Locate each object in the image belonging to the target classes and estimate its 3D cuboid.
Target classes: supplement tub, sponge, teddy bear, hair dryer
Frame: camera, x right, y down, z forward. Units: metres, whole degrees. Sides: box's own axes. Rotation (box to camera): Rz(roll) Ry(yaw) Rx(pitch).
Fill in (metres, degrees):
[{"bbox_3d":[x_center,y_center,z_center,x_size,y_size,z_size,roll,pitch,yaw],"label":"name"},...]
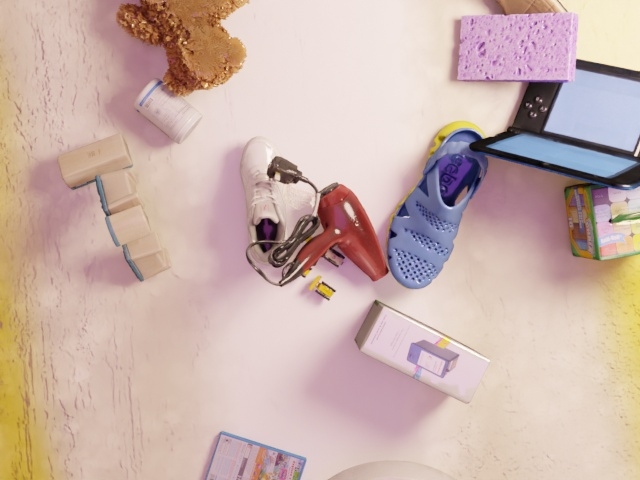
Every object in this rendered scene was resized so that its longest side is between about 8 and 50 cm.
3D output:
[{"bbox_3d":[-0.270,-0.229,1.850,0.107,0.071,0.071,40,91,-4],"label":"supplement tub"},{"bbox_3d":[0.342,-0.335,1.826,0.210,0.031,0.117,6,92,33],"label":"sponge"},{"bbox_3d":[-0.241,-0.418,1.835,0.245,0.113,0.338,-40,86,-6],"label":"teddy bear"},{"bbox_3d":[0.000,0.000,1.825,0.293,0.080,0.224,20,71,-29],"label":"hair dryer"}]

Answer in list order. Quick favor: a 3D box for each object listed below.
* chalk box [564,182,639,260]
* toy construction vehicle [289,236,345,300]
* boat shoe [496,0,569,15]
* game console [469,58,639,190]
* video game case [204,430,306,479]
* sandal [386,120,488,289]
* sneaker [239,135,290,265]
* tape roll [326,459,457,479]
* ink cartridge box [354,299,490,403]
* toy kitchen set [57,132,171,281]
[{"bbox_3d":[0.519,-0.039,1.812,0.132,0.213,0.132,-8,93,-1],"label":"chalk box"},{"bbox_3d":[-0.003,0.048,1.894,0.098,0.035,0.086,33,93,-11],"label":"toy construction vehicle"},{"bbox_3d":[0.350,-0.455,1.843,0.285,0.103,0.092,37,58,-11],"label":"boat shoe"},{"bbox_3d":[0.439,-0.205,1.748,0.293,0.173,0.250,19,83,31],"label":"game console"},{"bbox_3d":[-0.122,0.430,1.918,0.166,0.015,0.119,18,92,-2],"label":"video game case"},{"bbox_3d":[0.207,-0.063,1.842,0.126,0.138,0.318,20,94,-5],"label":"sandal"},{"bbox_3d":[-0.093,-0.069,1.841,0.090,0.115,0.232,-8,93,-2],"label":"sneaker"},{"bbox_3d":[0.126,0.579,1.866,0.391,0.072,0.392,0,106,1],"label":"tape roll"},{"bbox_3d":[0.176,0.194,1.844,0.212,0.154,0.093,28,90,-2],"label":"ink cartridge box"},{"bbox_3d":[-0.365,-0.048,1.863,0.122,0.166,0.207,-20,57,-1],"label":"toy kitchen set"}]
